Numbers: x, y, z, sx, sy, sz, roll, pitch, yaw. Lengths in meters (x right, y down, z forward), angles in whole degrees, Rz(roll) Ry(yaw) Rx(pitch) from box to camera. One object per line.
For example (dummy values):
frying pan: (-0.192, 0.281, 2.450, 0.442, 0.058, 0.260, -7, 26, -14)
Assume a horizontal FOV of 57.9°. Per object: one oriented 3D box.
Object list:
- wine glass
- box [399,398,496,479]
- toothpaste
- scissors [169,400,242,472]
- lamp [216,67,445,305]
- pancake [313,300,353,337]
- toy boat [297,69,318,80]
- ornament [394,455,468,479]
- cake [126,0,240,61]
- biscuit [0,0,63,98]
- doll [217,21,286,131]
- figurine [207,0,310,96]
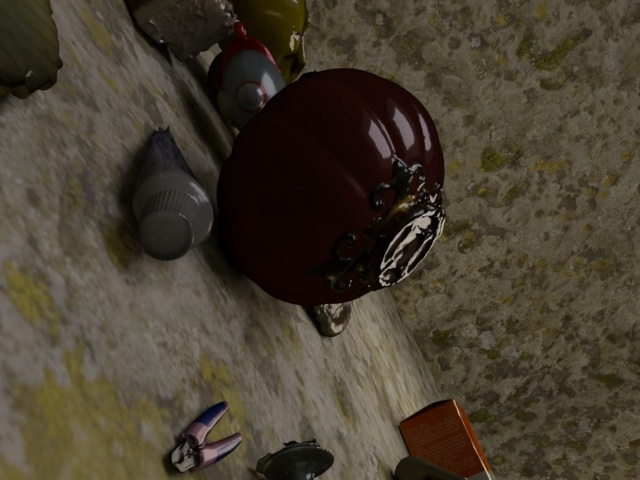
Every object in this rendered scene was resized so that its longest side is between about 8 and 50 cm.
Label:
wine glass: (-0.005, 0.241, 0.446, 0.072, 0.072, 0.155, 56, 11, -42)
box: (0.317, 0.541, 1.288, 0.341, 0.143, 0.225, 69, 9, 26)
toothpaste: (-0.139, -0.047, 0.560, 0.282, 0.068, 0.099, -122, -148, -70)
scissors: (-0.084, 0.147, 0.426, 0.039, 0.012, 0.113, 65, 8, 9)
lamp: (0.018, -0.059, 0.716, 0.257, 0.303, 0.303, 39, -6, 31)
pancake: (0.015, 0.053, 1.012, 0.222, 0.042, 0.236, -51, 128, -62)
toy boat: (-0.015, -0.145, 1.059, 0.219, 0.071, 0.318, -80, 171, -55)
ornament: (0.218, 0.461, 1.007, 0.230, 0.061, 0.244, 47, -22, -16)
cake: (-0.203, -0.360, 0.836, 0.147, 0.134, 0.135, 60, 8, 19)
biscuit: (-0.251, -0.206, 0.392, 0.274, 0.036, 0.187, 64, 8, 8)
doll: (-0.091, -0.160, 0.891, 0.200, 0.105, 0.337, -90, 170, -70)
figurine: (-0.110, -0.335, 1.038, 0.218, 0.169, 0.327, -90, -166, -48)
